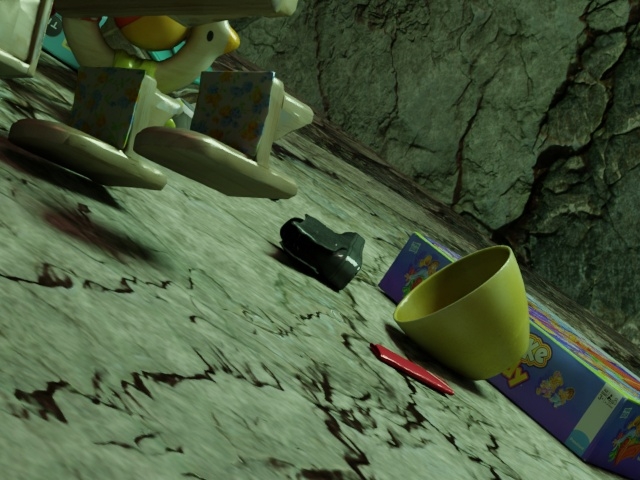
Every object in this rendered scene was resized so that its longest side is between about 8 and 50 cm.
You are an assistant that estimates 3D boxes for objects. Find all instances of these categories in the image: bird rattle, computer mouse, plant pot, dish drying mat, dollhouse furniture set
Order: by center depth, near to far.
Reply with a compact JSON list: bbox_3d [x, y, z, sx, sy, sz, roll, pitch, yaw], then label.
[{"bbox_3d":[-0.204,-0.248,1.201,0.394,0.362,0.256,4,-12,34],"label":"dollhouse furniture set"},{"bbox_3d":[0.082,0.115,1.336,0.083,0.008,0.032,30,9,-23],"label":"dish drying mat"},{"bbox_3d":[0.152,0.081,1.480,0.095,0.134,0.134,59,2,-12],"label":"plant pot"},{"bbox_3d":[-0.199,-0.222,1.503,0.253,0.207,0.143,61,-5,3],"label":"bird rattle"},{"bbox_3d":[-0.122,-0.111,1.834,0.193,0.042,0.106,35,9,-42],"label":"computer mouse"}]

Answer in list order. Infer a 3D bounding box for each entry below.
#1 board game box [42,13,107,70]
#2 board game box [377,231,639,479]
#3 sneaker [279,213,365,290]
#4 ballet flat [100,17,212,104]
[{"bbox_3d":[-0.387,-0.333,1.982,0.254,0.079,0.336,33,7,-8],"label":"board game box"},{"bbox_3d":[0.252,0.137,1.655,0.233,0.078,0.347,26,11,-47],"label":"board game box"},{"bbox_3d":[-0.002,0.002,1.549,0.089,0.051,0.170,37,10,-8],"label":"sneaker"},{"bbox_3d":[-0.214,-0.203,1.794,0.316,0.106,0.107,29,38,-75],"label":"ballet flat"}]
